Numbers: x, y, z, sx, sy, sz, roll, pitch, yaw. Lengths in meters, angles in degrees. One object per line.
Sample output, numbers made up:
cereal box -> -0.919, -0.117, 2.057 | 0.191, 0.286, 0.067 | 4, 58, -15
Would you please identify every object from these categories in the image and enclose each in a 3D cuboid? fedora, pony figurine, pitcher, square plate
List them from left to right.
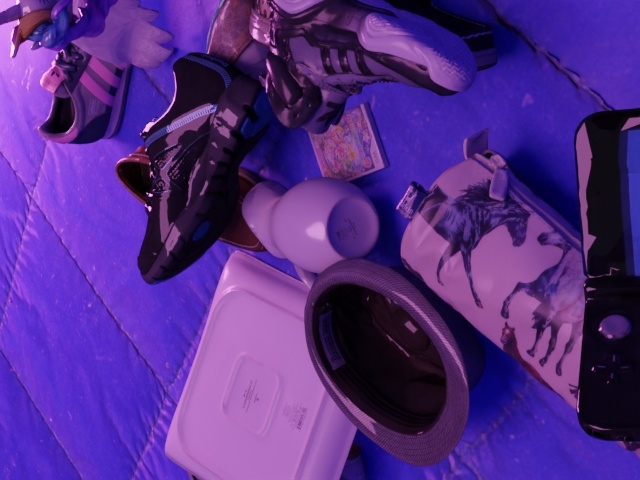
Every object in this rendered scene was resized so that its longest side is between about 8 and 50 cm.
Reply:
pony figurine -> -0.304, -0.395, 1.508 | 0.302, 0.351, 0.364 | -24, 67, 47
square plate -> -0.085, 0.222, 1.572 | 0.344, 0.049, 0.347 | 23, 96, 43
pitcher -> 0.000, 0.000, 1.452 | 0.207, 0.125, 0.178 | 4, 130, 59
fedora -> 0.109, 0.133, 1.355 | 0.275, 0.124, 0.244 | 36, 130, 30

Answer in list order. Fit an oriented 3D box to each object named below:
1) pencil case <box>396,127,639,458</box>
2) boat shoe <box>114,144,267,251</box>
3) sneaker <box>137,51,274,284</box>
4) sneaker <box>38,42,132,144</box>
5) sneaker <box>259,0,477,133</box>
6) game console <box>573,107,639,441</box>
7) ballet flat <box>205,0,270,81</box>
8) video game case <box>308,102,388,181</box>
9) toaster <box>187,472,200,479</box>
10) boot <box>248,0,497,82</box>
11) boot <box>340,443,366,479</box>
pencil case -> 0.263, 0.065, 1.121 | 0.410, 0.160, 0.184 | 41, 144, 32
boat shoe -> -0.193, -0.059, 1.638 | 0.324, 0.120, 0.123 | 27, 124, 41
sneaker -> -0.181, -0.095, 1.480 | 0.139, 0.125, 0.341 | 34, 115, 14
sneaker -> -0.385, -0.291, 1.763 | 0.112, 0.131, 0.319 | 39, 131, 34
sneaker -> 0.039, -0.172, 1.133 | 0.268, 0.101, 0.153 | 33, 117, 34
game console -> 0.358, 0.021, 0.902 | 0.293, 0.250, 0.173 | -4, 130, 21
ballet flat -> -0.107, -0.219, 1.504 | 0.106, 0.107, 0.316 | 42, 142, 15
video game case -> 0.035, -0.123, 1.432 | 0.122, 0.011, 0.087 | -19, 90, 51
toaster -> -0.132, 0.377, 1.748 | 0.185, 0.110, 0.168 | -18, 91, 51
boot -> 0.048, -0.343, 1.238 | 0.377, 0.138, 0.284 | 27, 124, 48
boot -> -0.018, 0.397, 1.611 | 0.213, 0.077, 0.165 | -15, 97, 24
